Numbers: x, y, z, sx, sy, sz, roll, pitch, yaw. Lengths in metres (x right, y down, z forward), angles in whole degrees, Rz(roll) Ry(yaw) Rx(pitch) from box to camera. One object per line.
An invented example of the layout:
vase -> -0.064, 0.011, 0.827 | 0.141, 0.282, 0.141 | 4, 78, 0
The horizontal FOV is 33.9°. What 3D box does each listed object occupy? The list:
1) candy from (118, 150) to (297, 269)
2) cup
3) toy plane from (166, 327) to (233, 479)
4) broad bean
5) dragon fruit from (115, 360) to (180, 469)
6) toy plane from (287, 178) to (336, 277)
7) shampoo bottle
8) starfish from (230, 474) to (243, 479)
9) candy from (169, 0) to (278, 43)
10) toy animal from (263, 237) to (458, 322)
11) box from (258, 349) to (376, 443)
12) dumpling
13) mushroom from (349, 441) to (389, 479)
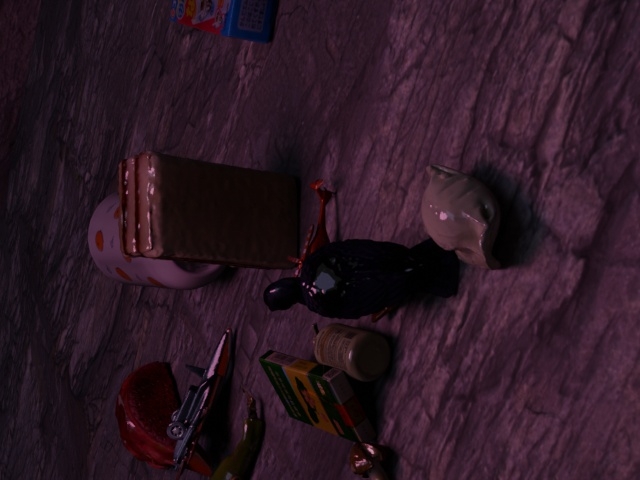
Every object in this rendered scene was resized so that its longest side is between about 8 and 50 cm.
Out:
candy -> -0.193, -0.046, 1.856 | 0.135, 0.321, 0.179 | -5, 80, 55
cup -> -0.320, -0.003, 2.153 | 0.317, 0.212, 0.212 | 4, 90, 57
toy plane -> -0.241, 0.325, 2.092 | 0.223, 0.104, 0.326 | -112, 33, -82
broad bean -> -0.174, 0.435, 2.022 | 0.098, 0.056, 0.318 | 48, 122, 53
dragon fruit -> -0.377, 0.384, 2.282 | 0.163, 0.189, 0.261 | -33, 50, 16
toy plane -> -0.004, 0.002, 1.780 | 0.126, 0.077, 0.194 | -41, 46, 44
shampoo bottle -> 0.038, 0.175, 1.681 | 0.162, 0.079, 0.079 | 7, 93, 58
starfish -> -0.170, 0.527, 1.968 | 0.146, 0.074, 0.189 | 7, 95, 41
candy -> -0.194, -0.495, 2.105 | 0.306, 0.100, 0.157 | 31, 114, 56
toy animal -> 0.058, 0.062, 1.568 | 0.298, 0.185, 0.122 | -12, 72, 38
box -> -0.009, 0.256, 1.733 | 0.235, 0.034, 0.132 | 5, 126, 59
dumpling -> 0.197, -0.023, 1.454 | 0.169, 0.100, 0.134 | 30, 152, 37
mushroom -> 0.103, 0.383, 1.588 | 0.061, 0.060, 0.187 | -49, 55, 24
